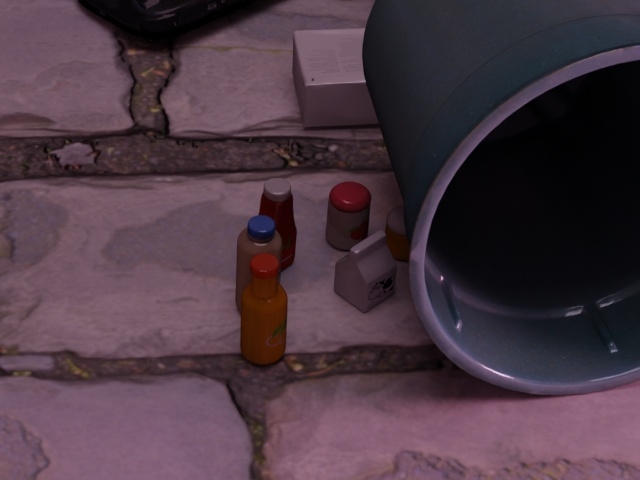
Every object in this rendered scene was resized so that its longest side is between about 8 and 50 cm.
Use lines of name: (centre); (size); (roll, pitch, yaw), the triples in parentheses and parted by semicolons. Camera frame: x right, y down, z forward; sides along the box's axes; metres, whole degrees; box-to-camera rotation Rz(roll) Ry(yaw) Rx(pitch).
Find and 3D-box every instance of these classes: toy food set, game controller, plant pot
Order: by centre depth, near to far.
plant pot: (0.196, -0.100, 1.437); (0.341, 0.341, 0.334); (-7, 36, -12)
toy food set: (0.000, 0.000, 1.460); (0.232, 0.104, 0.111); (-31, 52, -33)
game controller: (-0.116, -0.312, 1.853); (0.319, 0.067, 0.166); (-29, 37, -33)

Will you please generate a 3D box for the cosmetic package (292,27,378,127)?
cosmetic package: (0.095, -0.170, 1.695); (0.239, 0.060, 0.099); (-3, 40, -7)
